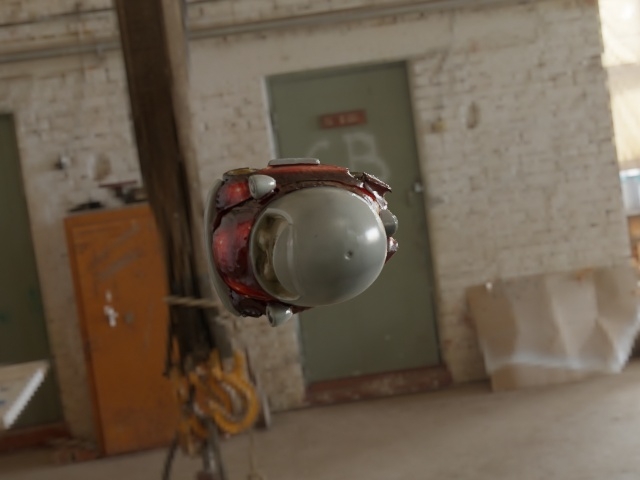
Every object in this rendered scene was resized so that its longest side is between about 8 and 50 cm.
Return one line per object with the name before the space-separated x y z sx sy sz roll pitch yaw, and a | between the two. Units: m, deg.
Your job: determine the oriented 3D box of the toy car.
toy car | 0.000 0.000 0.867 0.139 0.112 0.112 -13 13 -23
